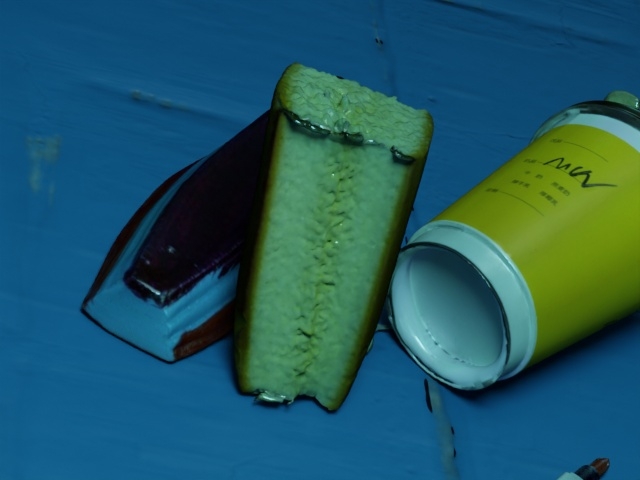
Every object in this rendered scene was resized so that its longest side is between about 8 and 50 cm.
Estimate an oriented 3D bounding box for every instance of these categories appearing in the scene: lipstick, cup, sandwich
[{"bbox_3d":[0.200,0.190,1.326,0.025,0.025,0.107,39,33,19],"label":"lipstick"},{"bbox_3d":[0.193,0.008,1.429,0.196,0.196,0.280,40,47,22],"label":"cup"},{"bbox_3d":[0.000,0.000,1.296,0.122,0.235,0.128,16,24,2],"label":"sandwich"}]

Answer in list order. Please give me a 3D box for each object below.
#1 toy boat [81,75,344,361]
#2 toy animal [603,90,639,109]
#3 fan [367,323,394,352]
[{"bbox_3d":[-0.063,-0.035,1.437,0.136,0.079,0.392,30,40,8],"label":"toy boat"},{"bbox_3d":[0.359,-0.050,1.674,0.219,0.103,0.101,37,14,25],"label":"toy animal"},{"bbox_3d":[0.026,0.071,1.399,0.133,0.005,0.085,3,40,-23],"label":"fan"}]
